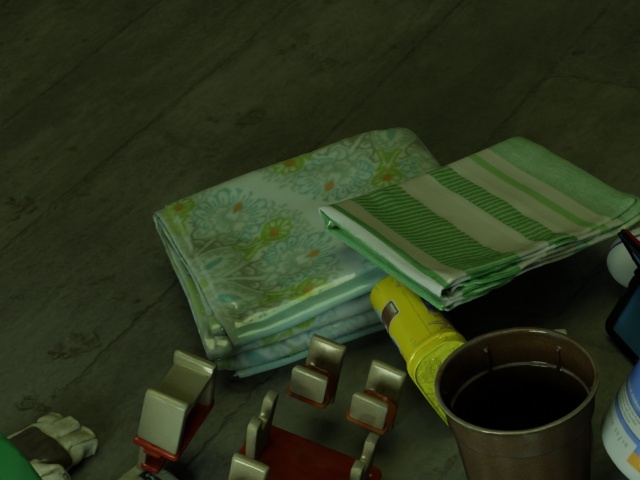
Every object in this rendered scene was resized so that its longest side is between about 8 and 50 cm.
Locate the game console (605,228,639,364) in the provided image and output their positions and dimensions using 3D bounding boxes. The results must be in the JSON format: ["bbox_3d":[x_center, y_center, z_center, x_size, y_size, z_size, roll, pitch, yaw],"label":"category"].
[{"bbox_3d":[0.361,0.079,2.050,0.085,0.124,0.144,-38,43,0],"label":"game console"}]

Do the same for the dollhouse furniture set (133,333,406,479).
[{"bbox_3d":[-0.064,0.229,1.996,0.259,0.135,0.262,22,43,12],"label":"dollhouse furniture set"}]

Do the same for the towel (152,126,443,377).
[{"bbox_3d":[0.000,0.000,2.285,0.374,0.090,0.320,-19,38,-8],"label":"towel"}]

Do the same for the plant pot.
[{"bbox_3d":[0.209,0.205,1.905,0.167,0.165,0.167,-7,34,5],"label":"plant pot"}]

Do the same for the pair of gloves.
[{"bbox_3d":[-0.295,0.285,2.045,0.240,0.042,0.204,23,42,32],"label":"pair of gloves"}]

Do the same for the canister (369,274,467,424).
[{"bbox_3d":[0.126,0.120,2.085,0.073,0.126,0.170,-35,33,3],"label":"canister"}]

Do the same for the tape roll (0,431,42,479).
[{"bbox_3d":[-0.414,0.278,1.841,0.321,0.321,0.077,5,38,22],"label":"tape roll"}]

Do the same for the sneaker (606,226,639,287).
[{"bbox_3d":[0.429,0.075,2.090,0.282,0.102,0.161,14,46,34],"label":"sneaker"}]

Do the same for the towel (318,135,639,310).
[{"bbox_3d":[0.191,-0.031,2.178,0.324,0.038,0.248,-22,37,-31],"label":"towel"}]

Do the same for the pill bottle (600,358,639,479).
[{"bbox_3d":[0.406,0.125,1.844,0.152,0.272,0.152,20,32,-13],"label":"pill bottle"}]

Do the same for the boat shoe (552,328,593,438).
[{"bbox_3d":[0.248,0.167,2.045,0.083,0.065,0.183,-13,29,3],"label":"boat shoe"}]
